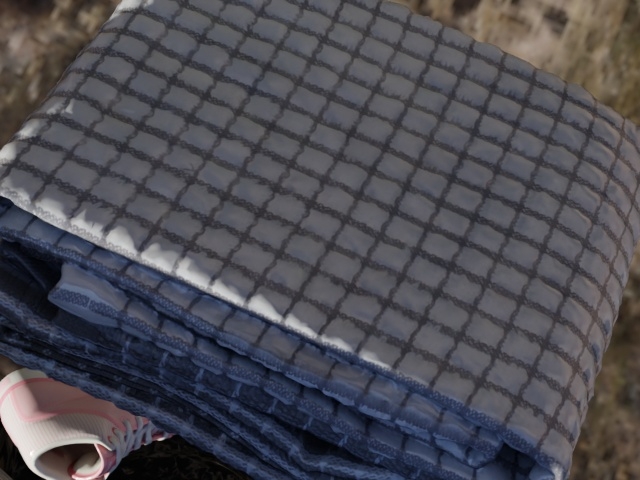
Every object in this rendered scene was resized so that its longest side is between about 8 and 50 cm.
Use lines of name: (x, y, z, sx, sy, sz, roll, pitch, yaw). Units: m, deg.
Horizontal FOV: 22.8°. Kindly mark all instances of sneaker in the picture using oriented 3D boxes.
sneaker: (-0.114, 0.109, 0.901, 0.134, 0.051, 0.070, 5, -145, -32)

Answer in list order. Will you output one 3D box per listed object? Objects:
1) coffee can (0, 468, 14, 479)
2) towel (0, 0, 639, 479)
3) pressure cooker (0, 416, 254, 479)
coffee can: (-0.243, 0.134, 0.666, 0.275, 0.201, 0.201, 38, 167, 17)
towel: (0.000, 0.000, 0.757, 0.284, 0.235, 0.121, 23, 138, 4)
pressure cooker: (-0.151, 0.309, 1.235, 0.375, 0.370, 0.420, 8, 156, -13)
